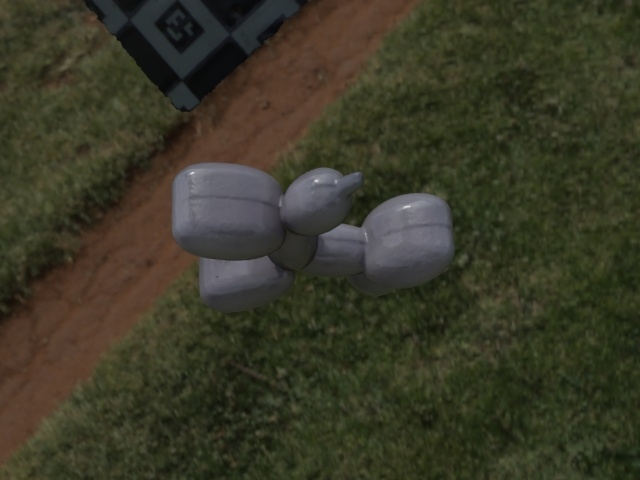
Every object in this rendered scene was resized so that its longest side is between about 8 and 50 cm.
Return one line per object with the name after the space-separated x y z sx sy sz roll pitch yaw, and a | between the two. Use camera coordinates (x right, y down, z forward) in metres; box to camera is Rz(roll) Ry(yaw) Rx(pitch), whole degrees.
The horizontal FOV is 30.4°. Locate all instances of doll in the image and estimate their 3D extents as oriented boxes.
0.000 0.000 0.705 0.160 0.161 0.059 -5 66 4 | doll

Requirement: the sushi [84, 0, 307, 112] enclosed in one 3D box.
-0.104 -0.327 0.842 0.343 0.359 0.064 -36 9 36 | sushi
